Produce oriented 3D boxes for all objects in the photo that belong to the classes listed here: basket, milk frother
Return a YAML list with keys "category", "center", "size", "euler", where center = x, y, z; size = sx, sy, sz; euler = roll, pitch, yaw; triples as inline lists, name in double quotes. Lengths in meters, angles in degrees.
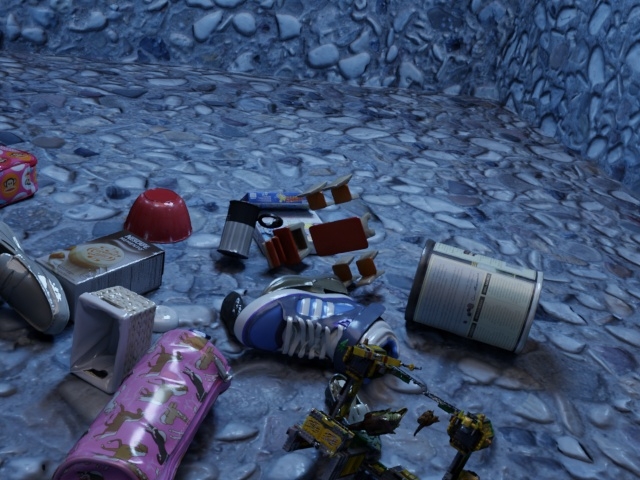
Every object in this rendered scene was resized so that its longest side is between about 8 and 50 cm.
- category: "basket"
  center: [-0.387, 0.180, 1.407]
  size: [0.113, 0.167, 0.103]
  euler: [22, 22, 21]
- category: "milk frother"
  center: [-0.177, -0.016, 1.916]
  size: [0.143, 0.135, 0.129]
  euler: [13, -11, 1]

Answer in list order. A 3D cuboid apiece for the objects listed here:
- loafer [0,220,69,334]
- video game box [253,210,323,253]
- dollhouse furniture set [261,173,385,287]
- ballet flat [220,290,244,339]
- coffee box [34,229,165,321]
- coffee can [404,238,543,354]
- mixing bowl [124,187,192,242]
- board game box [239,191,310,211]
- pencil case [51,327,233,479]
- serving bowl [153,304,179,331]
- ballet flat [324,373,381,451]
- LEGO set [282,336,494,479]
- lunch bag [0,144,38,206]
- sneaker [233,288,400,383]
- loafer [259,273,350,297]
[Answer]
- category: "loafer"
  center: [-0.628, 0.073, 1.521]
  size: [0.319, 0.112, 0.111]
  euler: [41, 13, 23]
- category: "video game box"
  center: [-0.083, -0.024, 2.068]
  size: [0.205, 0.048, 0.187]
  euler: [-1, 26, -22]
- category: "dollhouse furniture set"
  center: [0.000, 0.000, 1.851]
  size: [0.259, 0.262, 0.135]
  euler: [-12, 13, 35]
- category: "ballet flat"
  center: [-0.184, 0.170, 1.653]
  size: [0.049, 0.057, 0.173]
  euler: [44, 10, -32]
- category: "coffee box"
  center: [-0.484, 0.072, 1.655]
  size: [0.141, 0.098, 0.246]
  euler: [26, 30, 28]
- category: "coffee can"
  center: [0.355, 0.130, 1.753]
  size: [0.275, 0.202, 0.201]
  euler: [17, 26, 11]
- category: "mixing bowl"
  center: [-0.424, -0.077, 1.982]
  size: [0.181, 0.098, 0.181]
  euler: [8, 26, -4]
- category: "board game box"
  center: [-0.127, -0.103, 2.134]
  size: [0.201, 0.035, 0.136]
  euler: [-1, -12, -22]
- category: "pencil case"
  center: [-0.274, 0.298, 1.221]
  size: [0.160, 0.167, 0.386]
  euler: [44, 26, -7]
- category: "serving bowl"
  center: [-0.344, 0.162, 1.610]
  size: [0.083, 0.027, 0.083]
  euler: [10, 26, -5]
- category: "ballet flat"
  center: [0.060, 0.319, 1.411]
  size: [0.070, 0.070, 0.188]
  euler: [-4, 30, -28]
- category: "LEGO set"
  center: [0.101, 0.315, 1.214]
  size: [0.331, 0.255, 0.192]
  euler: [40, 9, 26]
- category: "lunch bag"
  center: [-0.920, -0.170, 1.965]
  size: [0.258, 0.120, 0.293]
  euler: [16, 25, 19]
- category: "sneaker"
  center: [0.013, 0.204, 1.545]
  size: [0.322, 0.130, 0.236]
  euler: [-1, 24, -36]
- category: "loafer"
  center: [-0.031, 0.131, 1.721]
  size: [0.251, 0.094, 0.087]
  euler: [-11, 29, -38]
